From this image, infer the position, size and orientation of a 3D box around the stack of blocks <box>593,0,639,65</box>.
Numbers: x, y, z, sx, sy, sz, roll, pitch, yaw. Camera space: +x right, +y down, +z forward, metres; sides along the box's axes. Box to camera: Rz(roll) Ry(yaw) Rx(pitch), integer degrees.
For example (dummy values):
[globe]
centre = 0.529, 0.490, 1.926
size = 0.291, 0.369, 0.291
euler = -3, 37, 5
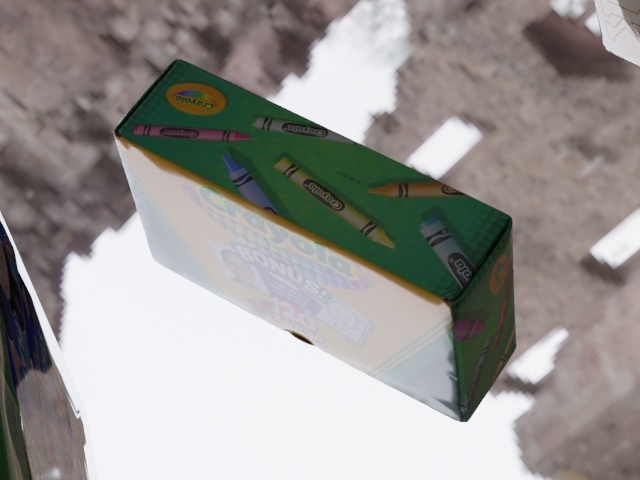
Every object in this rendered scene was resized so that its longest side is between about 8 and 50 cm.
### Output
[stack of blocks]
centre = 0.157, -0.179, 0.677
size = 0.171, 0.087, 0.297
euler = 35, 153, 48

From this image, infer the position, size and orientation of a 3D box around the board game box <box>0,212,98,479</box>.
[board game box]
centre = -0.119, 0.137, 0.797
size = 0.213, 0.046, 0.317
euler = 78, 177, -49

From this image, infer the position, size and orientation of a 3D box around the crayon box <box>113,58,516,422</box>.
[crayon box]
centre = 0.000, 0.000, 1.382
size = 0.278, 0.165, 0.081
euler = 27, -116, 22
